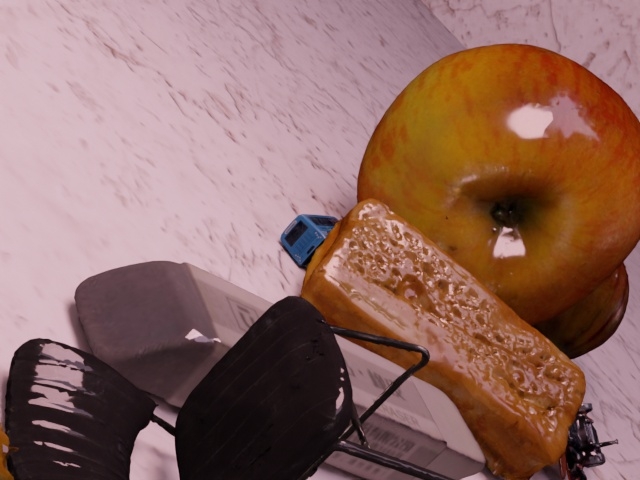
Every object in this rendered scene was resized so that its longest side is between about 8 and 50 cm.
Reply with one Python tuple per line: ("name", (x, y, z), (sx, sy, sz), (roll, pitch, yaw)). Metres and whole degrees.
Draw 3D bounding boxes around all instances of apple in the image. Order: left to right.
("apple", (0.185, -0.042, 1.320), (0.301, 0.301, 0.301), (39, 19, -16))

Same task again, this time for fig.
("fig", (0.276, 0.075, 1.494), (0.149, 0.148, 0.202), (-1, 76, -17))

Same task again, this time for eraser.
("eraser", (-0.016, 0.100, 0.916), (0.352, 0.061, 0.089), (29, 24, -42))

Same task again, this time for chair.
("chair", (-0.042, 0.103, 0.717), (0.221, 0.145, 0.140), (32, 21, -30))

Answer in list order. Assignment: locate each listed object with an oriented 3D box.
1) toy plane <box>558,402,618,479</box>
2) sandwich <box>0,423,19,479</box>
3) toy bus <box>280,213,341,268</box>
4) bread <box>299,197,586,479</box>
("toy plane", (0.252, 0.197, 1.280), (0.189, 0.061, 0.130), (22, 51, -55))
("sandwich", (-0.219, 0.023, 0.485), (0.227, 0.155, 0.198), (41, 18, -12))
("toy bus", (0.000, 0.000, 1.207), (0.046, 0.038, 0.083), (47, 17, 17))
("bread", (0.104, 0.092, 1.138), (0.271, 0.077, 0.139), (38, 51, -10))
